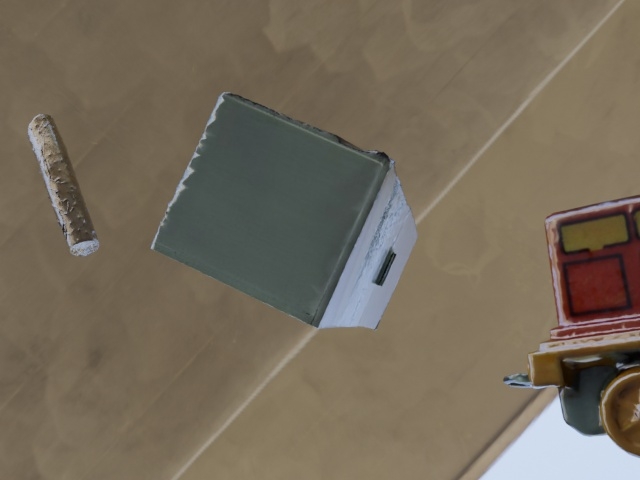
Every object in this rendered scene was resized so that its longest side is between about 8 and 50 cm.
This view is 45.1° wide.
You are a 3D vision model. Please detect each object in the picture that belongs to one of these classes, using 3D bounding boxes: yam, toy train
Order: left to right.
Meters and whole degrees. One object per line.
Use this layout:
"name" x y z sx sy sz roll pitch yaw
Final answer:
"yam" -0.233 -0.052 0.693 0.032 0.032 0.145 -25 -113 -5
"toy train" 0.337 0.067 0.677 0.369 0.163 0.232 -13 -102 26

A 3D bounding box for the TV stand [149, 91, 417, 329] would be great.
"TV stand" 0.000 0.000 0.454 0.088 0.269 0.083 25 -91 10
